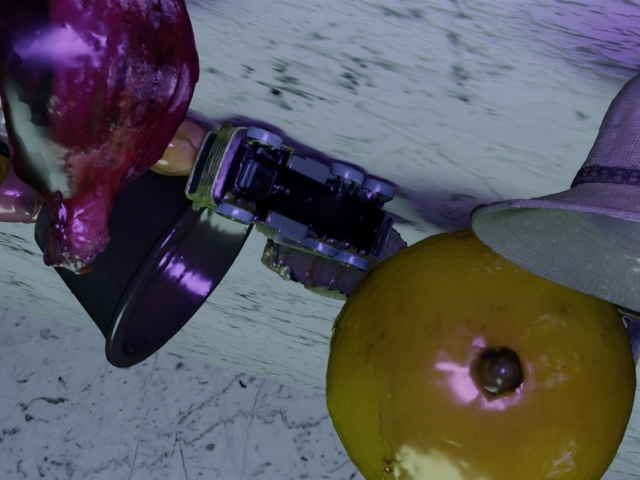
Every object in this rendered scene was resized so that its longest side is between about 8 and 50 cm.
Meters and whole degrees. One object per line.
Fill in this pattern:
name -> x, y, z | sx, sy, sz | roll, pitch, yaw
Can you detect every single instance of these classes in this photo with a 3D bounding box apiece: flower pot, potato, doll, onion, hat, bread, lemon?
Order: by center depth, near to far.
hat -> 0.225, -0.032, 1.038 | 0.257, 0.130, 0.257 | 18, 171, 3
onion -> -0.152, -0.087, 1.204 | 0.140, 0.218, 0.195 | -7, 170, -16
potato -> -0.134, -0.084, 1.636 | 0.068, 0.062, 0.083 | -11, -165, 11
lemon -> 0.141, 0.127, 1.648 | 0.297, 0.297, 0.297 | 18, 170, 3
flower pot -> -0.178, -0.013, 1.767 | 0.148, 0.235, 0.235 | 37, 174, 13
bread -> -0.005, -0.003, 1.775 | 0.156, 0.103, 0.110 | 31, 177, -32
doll -> -0.345, -0.076, 1.906 | 0.262, 0.093, 0.211 | 23, -156, 29

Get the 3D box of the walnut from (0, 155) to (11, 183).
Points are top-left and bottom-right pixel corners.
walnut -> -0.383, -0.104, 1.725 | 0.159, 0.159, 0.207 | 13, 168, 28

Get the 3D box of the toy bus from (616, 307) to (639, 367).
toy bus -> 0.215, 0.082, 1.850 | 0.226, 0.081, 0.074 | 18, 172, 5

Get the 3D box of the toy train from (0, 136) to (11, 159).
toy train -> -0.339, -0.137, 1.598 | 0.234, 0.051, 0.052 | 28, 164, 16

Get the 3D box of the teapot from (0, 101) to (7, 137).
teapot -> -0.245, -0.125, 1.470 | 0.245, 0.116, 0.159 | 16, 157, 33

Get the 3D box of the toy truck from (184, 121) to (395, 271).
toy truck -> -0.031, -0.039, 1.634 | 0.191, 0.085, 0.116 | 22, 174, -30
